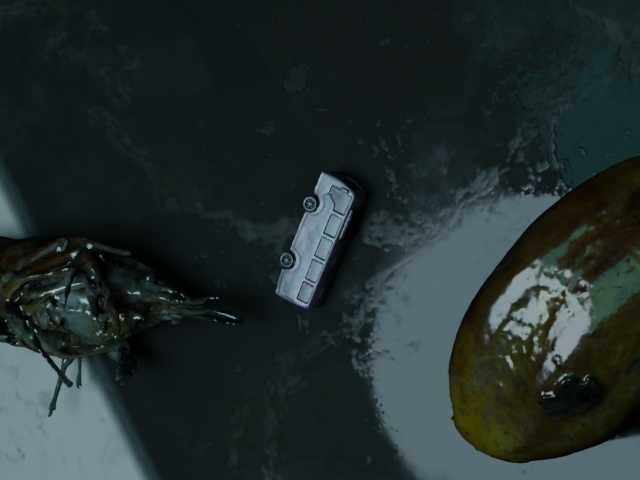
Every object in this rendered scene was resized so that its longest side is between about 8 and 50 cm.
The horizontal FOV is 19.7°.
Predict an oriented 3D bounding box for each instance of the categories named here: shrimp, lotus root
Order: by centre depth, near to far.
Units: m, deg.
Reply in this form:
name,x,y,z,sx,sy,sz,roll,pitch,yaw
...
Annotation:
name,x,y,z,sx,sy,sz,roll,pitch,yaw
lotus root,0.225,0.074,1.562,0.193,0.193,0.291,48,110,19
shrimp,-0.241,0.081,1.842,0.372,0.137,0.172,18,134,34

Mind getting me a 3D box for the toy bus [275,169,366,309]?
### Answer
name,x,y,z,sx,sy,sz,roll,pitch,yaw
toy bus,0.000,0.000,1.757,0.052,0.037,0.130,28,103,23
